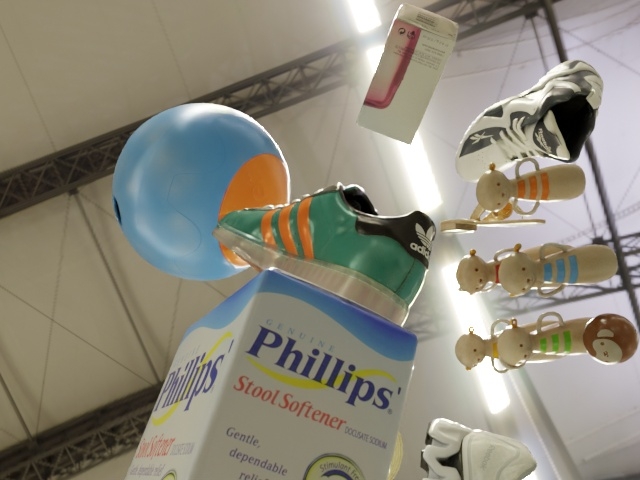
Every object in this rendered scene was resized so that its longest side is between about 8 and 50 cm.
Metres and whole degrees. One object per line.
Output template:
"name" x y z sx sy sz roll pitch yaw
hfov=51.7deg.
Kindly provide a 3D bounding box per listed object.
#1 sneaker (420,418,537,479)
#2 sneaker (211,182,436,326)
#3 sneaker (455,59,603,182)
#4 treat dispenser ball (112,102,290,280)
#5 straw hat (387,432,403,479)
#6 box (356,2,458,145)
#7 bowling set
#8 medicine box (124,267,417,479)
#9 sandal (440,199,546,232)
"sneaker" 0.141 0.320 0.612 0.118 0.110 0.292 6 -108 9
"sneaker" 0.000 0.000 0.695 0.108 0.302 0.121 41 -104 -39
"sneaker" 0.285 -0.142 0.910 0.094 0.235 0.153 52 -155 -16
"treat dispenser ball" -0.192 -0.079 1.084 0.288 0.288 0.288 0 -90 -27
"straw hat" 0.066 0.351 1.067 0.144 0.061 0.145 1 -84 7
"box" 0.176 -0.339 1.348 0.126 0.149 0.232 22 -57 1
"bowling set" 0.246 0.062 0.749 0.154 0.200 0.287 -7 -71 -2
"medicine box" -0.071 0.206 0.571 0.149 0.263 0.289 25 -117 -16
"sandal" 0.330 -0.063 1.308 0.088 0.240 0.079 2 -95 -36
